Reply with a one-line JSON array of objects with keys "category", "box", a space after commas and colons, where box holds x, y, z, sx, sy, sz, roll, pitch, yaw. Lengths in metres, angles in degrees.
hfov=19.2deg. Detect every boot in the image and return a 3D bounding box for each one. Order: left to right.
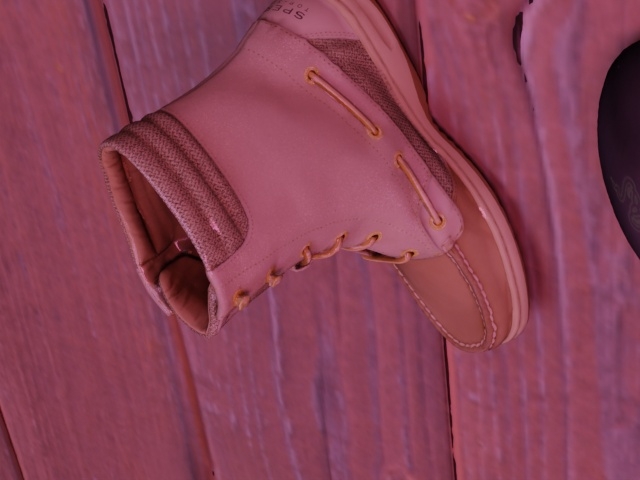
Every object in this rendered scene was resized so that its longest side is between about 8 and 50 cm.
[{"category": "boot", "box": [0.000, 0.000, 0.900, 0.077, 0.165, 0.213, -5, 121, 52]}]

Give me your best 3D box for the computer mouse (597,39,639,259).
[{"category": "computer mouse", "box": [0.217, 0.009, 0.754, 0.272, 0.072, 0.188, 30, 146, 22]}]
